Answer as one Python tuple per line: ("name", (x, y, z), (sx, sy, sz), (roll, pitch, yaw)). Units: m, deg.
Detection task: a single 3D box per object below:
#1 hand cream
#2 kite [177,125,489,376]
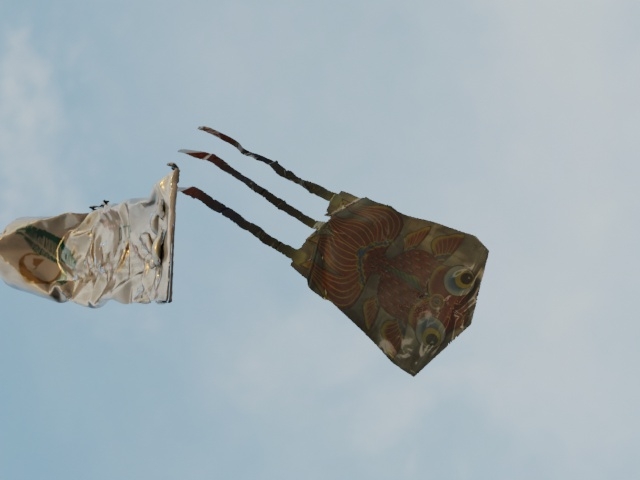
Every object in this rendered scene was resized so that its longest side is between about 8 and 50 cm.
("hand cream", (-0.152, 0.006, 0.999), (0.050, 0.257, 0.084), (14, -102, -35))
("kite", (0.001, -0.002, 1.030), (0.229, 0.016, 0.127), (27, -131, 2))
